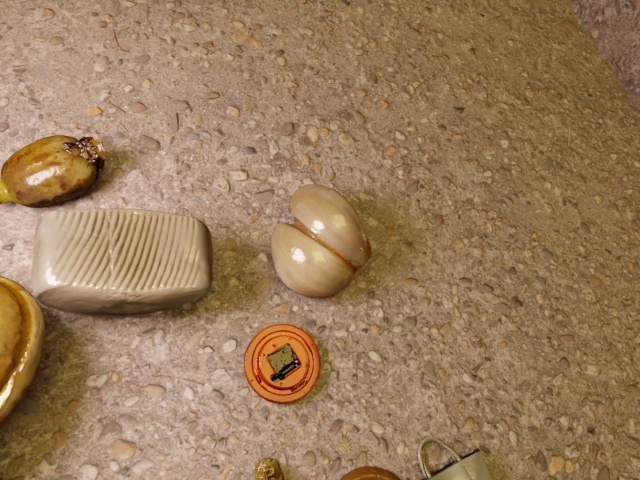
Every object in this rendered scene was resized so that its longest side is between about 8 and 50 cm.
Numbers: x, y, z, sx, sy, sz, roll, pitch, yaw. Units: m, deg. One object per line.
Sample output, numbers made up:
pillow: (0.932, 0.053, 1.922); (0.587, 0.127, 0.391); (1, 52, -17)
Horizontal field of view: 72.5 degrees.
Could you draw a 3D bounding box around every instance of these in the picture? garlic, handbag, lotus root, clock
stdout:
garlic: (0.000, 0.000, 1.250); (0.313, 0.286, 0.249); (46, 19, 0)
handbag: (0.356, 0.659, 1.107); (0.241, 0.109, 0.315); (-15, 69, -23)
lotus root: (-0.708, -0.177, 1.138); (0.314, 0.141, 0.169); (-28, 74, -15)
clock: (-0.098, 0.321, 1.149); (0.205, 0.051, 0.205); (7, 65, -15)

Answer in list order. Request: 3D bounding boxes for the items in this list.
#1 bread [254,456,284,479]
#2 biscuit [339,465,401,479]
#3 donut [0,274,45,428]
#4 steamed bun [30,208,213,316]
bread: (-0.118, 0.571, 1.032); (0.066, 0.060, 0.110); (-20, 71, 8)
biscuit: (0.128, 0.696, 1.061); (0.261, 0.037, 0.262); (6, 65, -14)
donut: (-0.778, 0.245, 0.862); (0.448, 0.198, 0.449); (0, 56, 1)
steamed bun: (-0.465, 0.063, 1.057); (0.383, 0.236, 0.247); (0, 64, -23)
